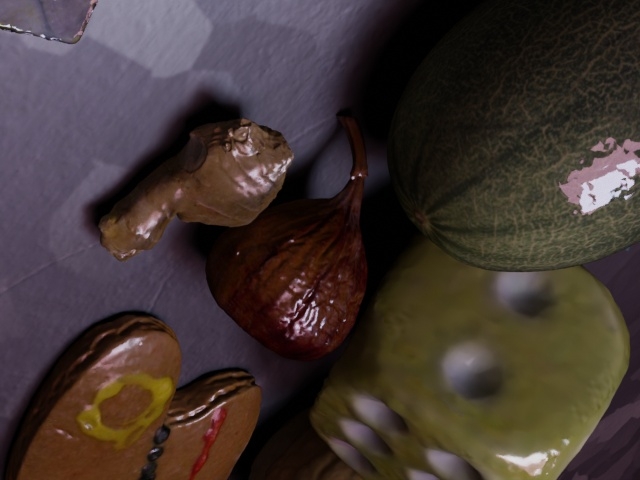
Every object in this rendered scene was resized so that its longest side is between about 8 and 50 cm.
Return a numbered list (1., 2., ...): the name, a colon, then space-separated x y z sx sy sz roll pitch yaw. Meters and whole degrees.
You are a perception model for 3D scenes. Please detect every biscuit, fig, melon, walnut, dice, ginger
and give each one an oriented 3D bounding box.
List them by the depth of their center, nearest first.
1. ginger: -0.093 -0.035 0.748 0.165 0.067 0.096 -32 146 11
2. melon: 0.202 -0.100 0.794 0.301 0.237 0.237 -32 144 -7
3. fig: 0.000 0.000 0.824 0.201 0.133 0.146 -52 163 -4
4. dice: 0.140 0.130 0.928 0.233 0.226 0.238 -50 170 -27
5. biscuit: -0.161 0.186 0.930 0.277 0.052 0.262 9 123 -47
6. walnut: 0.028 0.295 1.092 0.228 0.228 0.228 -24 142 -21

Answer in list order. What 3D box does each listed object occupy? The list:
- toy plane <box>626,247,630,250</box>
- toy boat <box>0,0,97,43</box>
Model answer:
1. toy plane: 0.320 -0.123 0.992 0.223 0.104 0.326 38 97 -25
2. toy boat: -0.187 -0.156 0.569 0.115 0.016 0.063 6 124 -46
